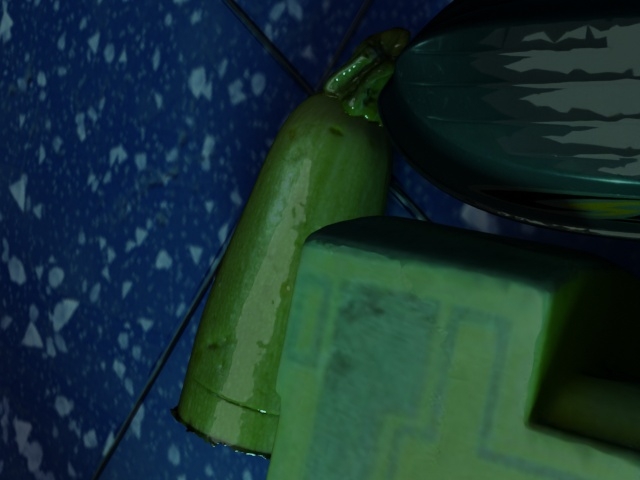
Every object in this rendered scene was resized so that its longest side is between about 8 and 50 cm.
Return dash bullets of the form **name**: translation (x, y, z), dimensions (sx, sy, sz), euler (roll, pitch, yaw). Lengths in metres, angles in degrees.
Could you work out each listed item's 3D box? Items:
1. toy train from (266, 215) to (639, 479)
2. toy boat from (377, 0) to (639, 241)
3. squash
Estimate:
- **toy train**: translation (0.143, 0.135, 0.399), dimensions (0.369, 0.150, 0.237), euler (12, 93, 34)
- **toy boat**: translation (0.150, -0.051, 0.413), dimensions (0.296, 0.122, 0.114), euler (2, 70, 35)
- **squash**: translation (0.000, 0.000, 0.600), dimensions (0.094, 0.094, 0.224), euler (27, 103, 41)
